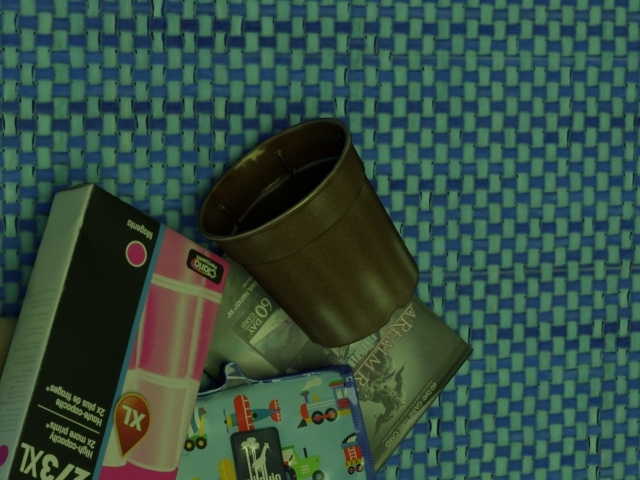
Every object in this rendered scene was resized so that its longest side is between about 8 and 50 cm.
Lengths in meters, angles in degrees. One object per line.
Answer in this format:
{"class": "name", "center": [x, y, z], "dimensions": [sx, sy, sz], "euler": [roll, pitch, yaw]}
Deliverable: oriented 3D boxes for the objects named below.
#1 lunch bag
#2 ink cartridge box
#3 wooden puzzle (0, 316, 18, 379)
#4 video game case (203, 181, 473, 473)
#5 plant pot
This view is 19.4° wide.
{"class": "lunch bag", "center": [-0.056, 0.257, 1.797], "dimensions": [0.221, 0.138, 0.293], "euler": [-11, 93, -13]}
{"class": "ink cartridge box", "center": [-0.201, 0.151, 1.655], "dimensions": [0.176, 0.069, 0.370], "euler": [31, 63, -37]}
{"class": "wooden puzzle", "center": [-0.348, 0.238, 1.705], "dimensions": [0.322, 0.080, 0.347], "euler": [7, 89, -23]}
{"class": "video game case", "center": [-0.001, 0.098, 1.850], "dimensions": [0.274, 0.026, 0.196], "euler": [42, 81, -20]}
{"class": "plant pot", "center": [0.000, 0.000, 1.746], "dimensions": [0.167, 0.167, 0.165], "euler": [-43, 116, -12]}
